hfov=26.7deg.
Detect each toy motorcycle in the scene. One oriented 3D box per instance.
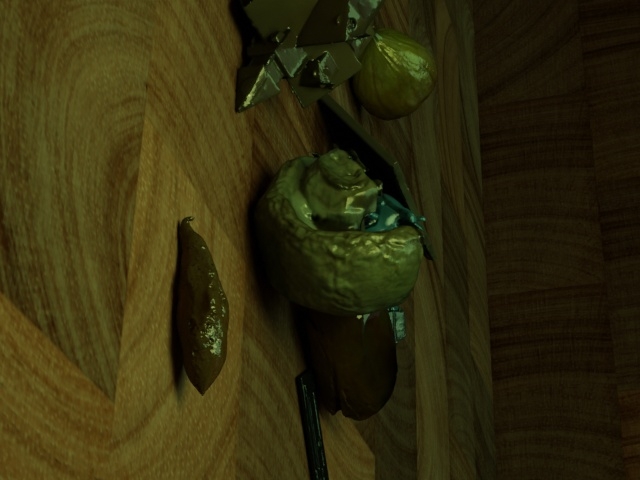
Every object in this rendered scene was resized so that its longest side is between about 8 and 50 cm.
[{"bbox_3d":[0.085,0.041,2.129,0.182,0.123,0.272,-6,95,-40],"label":"toy motorcycle"}]

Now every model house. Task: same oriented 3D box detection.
[{"bbox_3d":[-0.035,-0.255,1.790,0.181,0.176,0.248,55,51,-35],"label":"model house"}]

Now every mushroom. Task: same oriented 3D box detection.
[{"bbox_3d":[-0.003,0.004,1.759,0.267,0.164,0.189,52,-34,36],"label":"mushroom"}]

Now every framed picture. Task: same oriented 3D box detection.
[{"bbox_3d":[0.095,-0.104,2.224,0.213,0.016,0.289,47,-9,36],"label":"framed picture"}]

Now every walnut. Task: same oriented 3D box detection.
[{"bbox_3d":[0.044,0.153,1.924,0.137,0.137,0.245,-75,154,-57],"label":"walnut"}]

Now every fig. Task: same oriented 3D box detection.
[{"bbox_3d":[0.115,-0.329,2.393,0.257,0.159,0.159,63,24,-53],"label":"fig"}]

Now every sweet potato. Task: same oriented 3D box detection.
[{"bbox_3d":[-0.127,0.066,1.444,0.068,0.060,0.206,121,-37,-55],"label":"sweet potato"}]

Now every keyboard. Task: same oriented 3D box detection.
[{"bbox_3d":[-0.008,0.284,1.881,0.061,0.013,0.204,-25,107,-75],"label":"keyboard"}]
